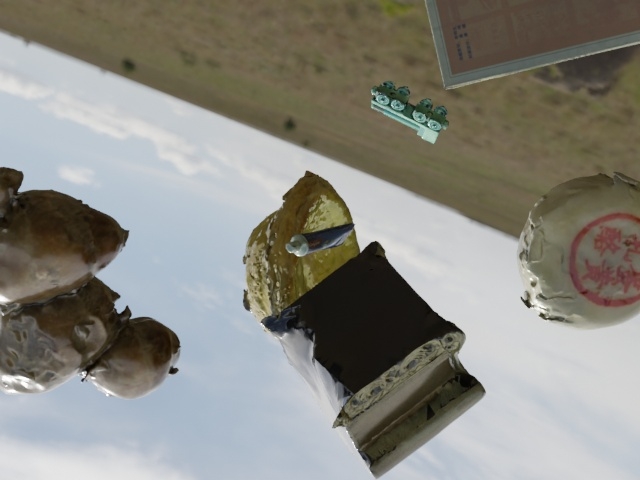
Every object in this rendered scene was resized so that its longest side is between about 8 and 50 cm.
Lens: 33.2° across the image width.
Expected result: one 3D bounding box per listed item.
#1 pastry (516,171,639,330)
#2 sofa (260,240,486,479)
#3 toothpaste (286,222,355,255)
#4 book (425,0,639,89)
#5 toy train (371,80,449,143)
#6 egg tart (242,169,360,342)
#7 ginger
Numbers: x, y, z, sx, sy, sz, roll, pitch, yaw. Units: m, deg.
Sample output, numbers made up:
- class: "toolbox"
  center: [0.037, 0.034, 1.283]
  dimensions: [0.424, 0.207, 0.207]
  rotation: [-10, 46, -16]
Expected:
- class: "pastry"
  center: [0.430, 0.020, 1.690]
  dimensions: [0.265, 0.264, 0.133]
  rotation: [21, -166, -9]
- class: "sofa"
  center: [0.076, 0.159, 1.391]
  dimensions: [0.258, 0.200, 0.182]
  rotation: [48, 174, 49]
- class: "toothpaste"
  center: [0.000, 0.000, 0.901]
  dimensions: [0.019, 0.027, 0.083]
  rotation: [48, -146, 21]
- class: "book"
  center: [0.215, -0.259, 1.083]
  dimensions: [0.242, 0.170, 0.018]
  rotation: [-8, -170, 35]
- class: "toy train"
  center: [0.096, -0.141, 1.173]
  dimensions: [0.092, 0.029, 0.045]
  rotation: [26, 149, 5]
- class: "egg tart"
  center: [-0.033, 0.050, 1.662]
  dimensions: [0.120, 0.314, 0.315]
  rotation: [-1, 175, 24]
- class: "ginger"
  center: [-0.350, 0.064, 1.420]
  dimensions: [0.256, 0.375, 0.176]
  rotation: [-15, -150, 5]
